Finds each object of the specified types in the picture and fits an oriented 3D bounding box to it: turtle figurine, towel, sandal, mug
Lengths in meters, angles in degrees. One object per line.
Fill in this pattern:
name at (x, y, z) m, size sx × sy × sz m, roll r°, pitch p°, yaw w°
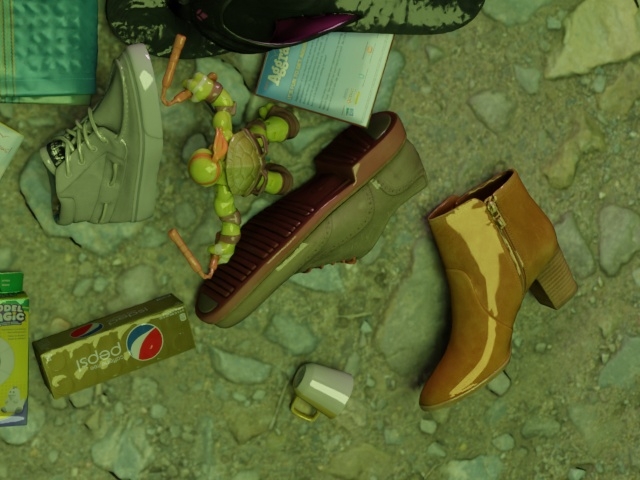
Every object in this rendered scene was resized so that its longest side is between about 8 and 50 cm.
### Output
turtle figurine at (-0.094, -0.104, 1.463) m, size 0.217 × 0.087 × 0.270 m, roll -25°, pitch 109°, yaw -64°
towel at (-0.372, -0.328, 1.373) m, size 0.271 × 0.040 × 0.370 m, roll -1°, pitch 92°, yaw -24°
sandal at (-0.023, -0.290, 1.457) m, size 0.445 × 0.107 × 0.168 m, roll -7°, pitch 118°, yaw -4°
mug at (-0.003, 0.194, 1.650) m, size 0.064 × 0.062 × 0.078 m, roll 27°, pitch 83°, yaw -17°

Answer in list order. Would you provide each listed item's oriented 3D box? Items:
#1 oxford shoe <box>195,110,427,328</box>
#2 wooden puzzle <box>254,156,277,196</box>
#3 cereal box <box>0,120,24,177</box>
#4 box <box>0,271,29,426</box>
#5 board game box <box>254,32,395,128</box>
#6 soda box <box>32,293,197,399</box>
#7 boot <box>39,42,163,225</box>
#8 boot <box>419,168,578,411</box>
oxford shoe at (0.000, 0.000, 1.578) m, size 0.348 × 0.123 × 0.130 m, roll -43°, pitch 119°, yaw -9°
wooden puzzle at (-0.086, -0.087, 1.584) m, size 0.083 × 0.006 × 0.049 m, roll 31°, pitch 88°, yaw -26°
cereal box at (-0.459, -0.056, 1.409) m, size 0.173 × 0.047 × 0.240 m, roll 31°, pitch 87°, yaw -23°
box at (-0.389, 0.126, 1.481) m, size 0.105 × 0.043 × 0.179 m, roll -2°, pitch 100°, yaw -23°
board game box at (0.027, -0.290, 1.554) m, size 0.145 × 0.027 × 0.281 m, roll 16°, pitch 95°, yaw -5°
soda box at (-0.245, 0.125, 1.532) m, size 0.181 × 0.058 × 0.061 m, roll -19°, pitch 108°, yaw -18°
boot at (-0.244, -0.103, 1.412) m, size 0.123 × 0.095 × 0.258 m, roll -10°, pitch 142°, yaw -18°
boot at (0.191, 0.060, 1.690) m, size 0.295 × 0.104 × 0.211 m, roll -41°, pitch 108°, yaw -16°
